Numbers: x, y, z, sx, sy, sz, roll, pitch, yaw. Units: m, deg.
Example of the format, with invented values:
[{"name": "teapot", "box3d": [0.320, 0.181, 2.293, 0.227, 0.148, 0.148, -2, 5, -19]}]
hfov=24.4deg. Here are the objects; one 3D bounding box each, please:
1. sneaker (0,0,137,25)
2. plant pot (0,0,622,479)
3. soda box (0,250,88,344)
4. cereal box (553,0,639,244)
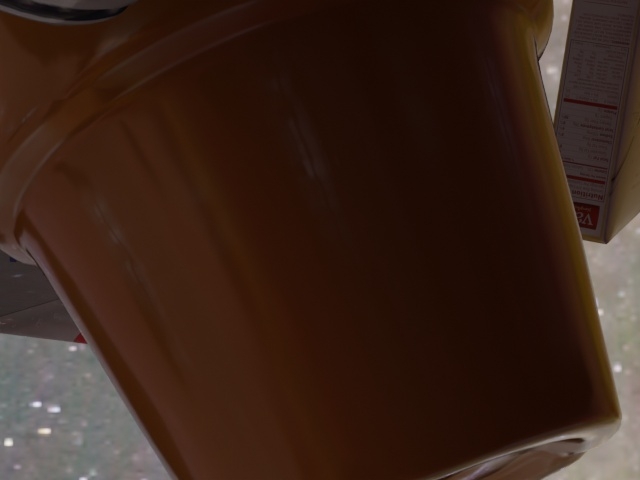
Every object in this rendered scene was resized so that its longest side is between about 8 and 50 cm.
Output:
[{"name": "sneaker", "box3d": [-0.146, -0.096, 0.386, 0.094, 0.258, 0.091, -14, -53, -54]}, {"name": "plant pot", "box3d": [0.000, 0.000, 0.479, 0.205, 0.205, 0.188, -1, -118, -51]}, {"name": "soda box", "box3d": [-0.066, 0.005, 0.732, 0.091, 0.286, 0.098, -5, -79, -71]}, {"name": "cereal box", "box3d": [0.186, -0.128, 0.889, 0.173, 0.047, 0.240, -25, -57, -67]}]
